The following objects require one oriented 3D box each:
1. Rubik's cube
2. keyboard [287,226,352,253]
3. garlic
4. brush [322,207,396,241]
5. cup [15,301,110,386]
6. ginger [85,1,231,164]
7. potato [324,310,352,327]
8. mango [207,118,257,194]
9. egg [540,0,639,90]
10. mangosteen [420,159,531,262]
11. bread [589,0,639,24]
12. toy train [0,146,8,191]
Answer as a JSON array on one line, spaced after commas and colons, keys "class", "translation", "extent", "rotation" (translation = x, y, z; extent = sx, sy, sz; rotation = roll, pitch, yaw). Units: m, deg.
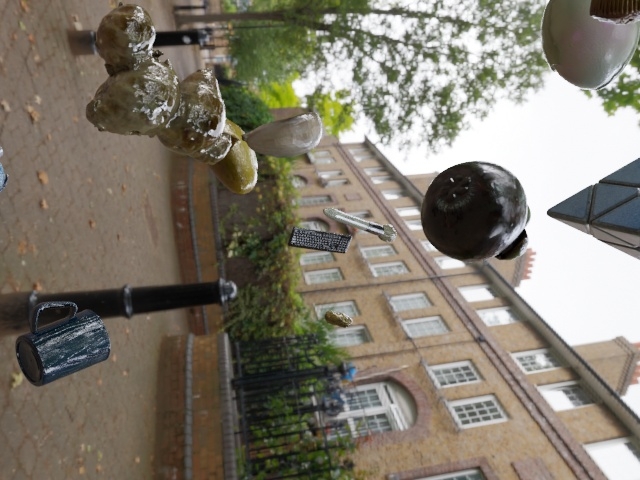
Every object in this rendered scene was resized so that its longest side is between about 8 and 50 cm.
[{"class": "Rubik's cube", "translation": [0.604, -0.043, 0.901], "extent": [0.228, 0.233, 0.228], "rotation": [111, -38, -55]}, {"class": "keyboard", "translation": [0.000, 0.000, 1.208], "extent": [0.010, 0.155, 0.053], "rotation": [-122, -134, -55]}, {"class": "garlic", "translation": [-0.071, -0.236, 1.150], "extent": [0.101, 0.196, 0.087], "rotation": [41, -31, 56]}, {"class": "brush", "translation": [0.086, -0.036, 1.102], "extent": [0.299, 0.039, 0.042], "rotation": [16, 46, -53]}, {"class": "cup", "translation": [-0.527, 0.202, 1.030], "extent": [0.113, 0.138, 0.150], "rotation": [-37, -100, 36]}, {"class": "ginger", "translation": [-0.331, -0.299, 1.102], "extent": [0.176, 0.375, 0.256], "rotation": [15, -103, 44]}, {"class": "potato", "translation": [0.050, 0.223, 1.454], "extent": [0.051, 0.083, 0.040], "rotation": [125, -16, -66]}, {"class": "mango", "translation": [-0.260, -0.241, 1.459], "extent": [0.262, 0.130, 0.167], "rotation": [57, 21, 17]}, {"class": "egg", "translation": [0.550, -0.416, 1.041], "extent": [0.183, 0.183, 0.217], "rotation": [146, -71, -79]}, {"class": "mangosteen", "translation": [0.430, -0.071, 1.429], "extent": [0.300, 0.300, 0.300], "rotation": [174, -90, -80]}, {"class": "bread", "translation": [0.405, -0.317, 0.683], "extent": [0.085, 0.085, 0.053], "rotation": [-116, -166, -63]}, {"class": "toy train", "translation": [-0.605, -0.092, 0.718], "extent": [0.202, 0.131, 0.299], "rotation": [72, 28, -41]}]
